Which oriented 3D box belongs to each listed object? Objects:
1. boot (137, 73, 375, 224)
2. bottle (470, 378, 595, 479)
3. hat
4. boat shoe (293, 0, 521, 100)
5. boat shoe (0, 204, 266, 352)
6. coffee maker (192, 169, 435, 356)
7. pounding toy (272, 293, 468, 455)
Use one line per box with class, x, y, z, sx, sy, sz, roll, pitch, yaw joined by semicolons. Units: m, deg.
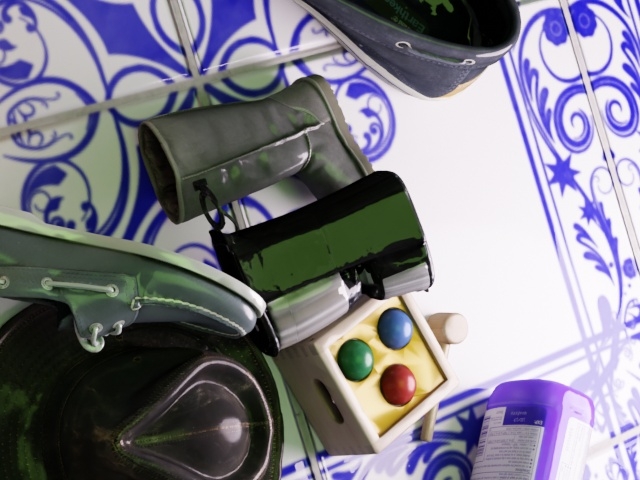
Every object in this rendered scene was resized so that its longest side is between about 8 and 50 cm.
boot;-0.054;-0.058;1.710;0.208;0.076;0.189;-25;84;-41
bottle;0.199;0.283;1.802;0.092;0.118;0.283;26;68;-29
hat;-0.140;0.179;1.579;0.331;0.134;0.331;5;80;-34
boat shoe;-0.002;-0.311;1.738;0.500;0.156;0.187;34;67;-24
boat shoe;-0.207;0.047;1.537;0.319;0.116;0.099;16;73;-13
coffee maker;0.000;0.000;1.648;0.178;0.120;0.171;-24;121;-14
pounding toy;0.086;0.126;1.765;0.206;0.094;0.181;-37;103;-32
